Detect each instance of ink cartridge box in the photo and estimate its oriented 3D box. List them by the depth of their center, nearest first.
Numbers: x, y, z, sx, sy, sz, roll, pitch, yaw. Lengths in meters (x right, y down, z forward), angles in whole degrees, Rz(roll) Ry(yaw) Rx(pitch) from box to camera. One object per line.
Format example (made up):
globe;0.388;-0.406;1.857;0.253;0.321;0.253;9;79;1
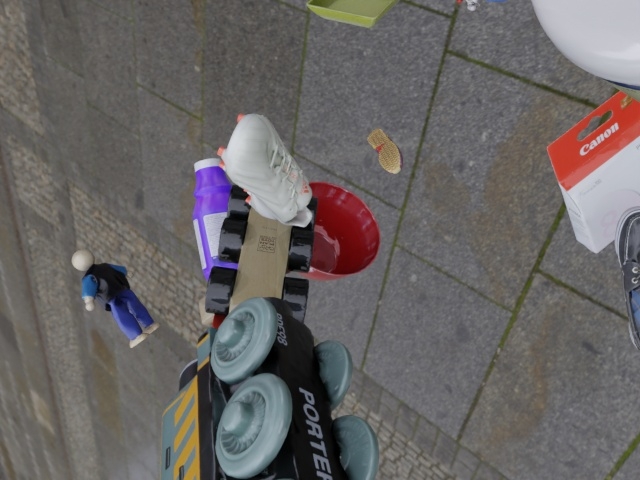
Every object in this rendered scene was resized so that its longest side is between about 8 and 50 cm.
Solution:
ink cartridge box;0.492;-0.115;0.977;0.232;0.189;0.066;53;178;-42

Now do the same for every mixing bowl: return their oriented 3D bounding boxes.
mixing bowl;0.000;0.000;1.002;0.181;0.181;0.098;50;143;10

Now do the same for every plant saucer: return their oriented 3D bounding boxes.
plant saucer;0.094;-0.566;1.390;0.188;0.188;0.045;22;145;26

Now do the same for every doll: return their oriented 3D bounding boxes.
doll;-0.360;0.093;1.010;0.046;0.129;0.189;-33;96;27

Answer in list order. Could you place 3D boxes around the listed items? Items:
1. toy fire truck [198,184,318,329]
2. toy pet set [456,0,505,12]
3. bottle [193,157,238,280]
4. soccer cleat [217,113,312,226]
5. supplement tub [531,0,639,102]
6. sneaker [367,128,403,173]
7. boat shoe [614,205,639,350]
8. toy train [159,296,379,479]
toy fire truck;-0.102;0.071;0.808;0.159;0.217;0.246;8;139;-3
toy pet set;0.384;-0.557;1.298;0.065;0.122;0.114;43;178;-18
bottle;-0.236;-0.047;1.365;0.092;0.118;0.282;-22;79;57
soccer cleat;-0.045;-0.064;0.578;0.076;0.068;0.196;27;168;10
supplement tub;0.343;-0.194;0.447;0.235;0.325;0.235;-15;70;49
sneaker;0.204;-0.247;1.689;0.070;0.084;0.185;-38;46;19
boat shoe;0.482;0.065;0.865;0.080;0.076;0.228;-2;99;23
toy train;-0.054;0.194;0.467;0.190;0.142;0.333;-43;35;18
